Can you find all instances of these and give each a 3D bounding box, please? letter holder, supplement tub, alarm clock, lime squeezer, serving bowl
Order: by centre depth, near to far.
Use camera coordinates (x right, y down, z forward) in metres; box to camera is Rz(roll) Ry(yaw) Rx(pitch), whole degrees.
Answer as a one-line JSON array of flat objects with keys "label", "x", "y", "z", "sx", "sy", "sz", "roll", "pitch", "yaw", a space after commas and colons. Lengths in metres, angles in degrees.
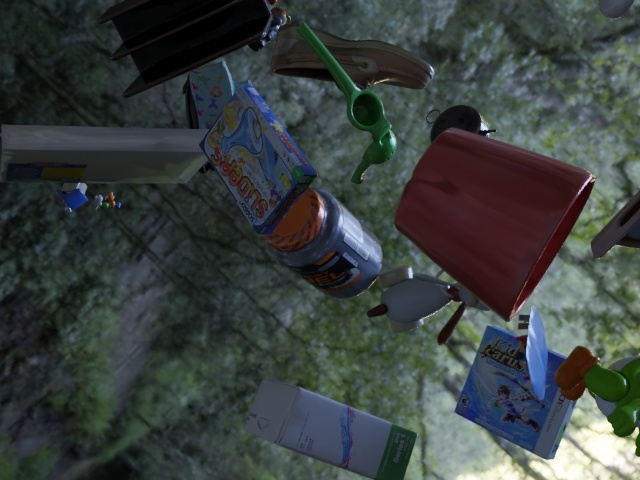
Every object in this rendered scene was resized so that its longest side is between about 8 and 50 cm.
[{"label": "lime squeezer", "x": 0.055, "y": -0.172, "z": 1.217, "sx": 0.059, "sy": 0.110, "sz": 0.310, "roll": -35, "pitch": 140, "yaw": -8}, {"label": "serving bowl", "x": 0.498, "y": -0.418, "z": 1.465, "sx": 0.083, "sy": 0.027, "sz": 0.083, "roll": -47, "pitch": -146, "yaw": 46}, {"label": "letter holder", "x": -0.263, "y": -0.413, "z": 1.657, "sx": 0.302, "sy": 0.152, "sz": 0.214, "roll": -21, "pitch": -156, "yaw": 11}, {"label": "alarm clock", "x": 0.302, "y": -0.254, "z": 1.984, "sx": 0.064, "sy": 0.192, "sz": 0.129, "roll": 32, "pitch": 98, "yaw": -43}, {"label": "supplement tub", "x": 0.000, "y": 0.000, "z": 1.995, "sx": 0.193, "sy": 0.193, "sz": 0.316, "roll": -47, "pitch": 144, "yaw": 3}]

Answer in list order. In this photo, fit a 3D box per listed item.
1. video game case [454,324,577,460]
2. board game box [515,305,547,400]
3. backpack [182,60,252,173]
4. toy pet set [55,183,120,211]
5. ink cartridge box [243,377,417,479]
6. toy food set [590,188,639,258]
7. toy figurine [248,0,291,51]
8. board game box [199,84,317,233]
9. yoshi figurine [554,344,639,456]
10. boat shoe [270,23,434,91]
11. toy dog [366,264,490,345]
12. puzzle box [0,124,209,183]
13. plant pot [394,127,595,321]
[{"label": "video game case", "x": 0.494, "y": 0.372, "z": 2.154, "sx": 0.061, "sy": 0.269, "sz": 0.244, "roll": 15, "pitch": 96, "yaw": -56}, {"label": "board game box", "x": 0.375, "y": 0.204, "z": 1.564, "sx": 0.033, "sy": 0.133, "sz": 0.168, "roll": -7, "pitch": -140, "yaw": 26}, {"label": "backpack", "x": -0.247, "y": -0.318, "z": 2.161, "sx": 0.191, "sy": 0.253, "sz": 0.225, "roll": -14, "pitch": -157, "yaw": -1}, {"label": "toy pet set", "x": -0.535, "y": -0.085, "z": 1.957, "sx": 0.114, "sy": 0.122, "sz": 0.065, "roll": 66, "pitch": 28, "yaw": -53}, {"label": "ink cartridge box", "x": 0.016, "y": 0.377, "z": 1.715, "sx": 0.201, "sy": 0.278, "sz": 0.117, "roll": -8, "pitch": -121, "yaw": 66}, {"label": "toy food set", "x": 0.675, "y": -0.032, "z": 1.614, "sx": 0.306, "sy": 0.092, "sz": 0.219, "roll": 8, "pitch": 132, "yaw": -33}, {"label": "toy figurine", "x": -0.183, "y": -0.581, "z": 2.072, "sx": 0.148, "sy": 0.213, "sz": 0.209, "roll": -58, "pitch": 157, "yaw": -25}, {"label": "board game box", "x": -0.102, "y": -0.128, "z": 1.374, "sx": 0.035, "sy": 0.201, "sz": 0.136, "roll": -2, "pitch": 139, "yaw": -50}, {"label": "yoshi figurine", "x": 0.648, "y": 0.383, "z": 1.777, "sx": 0.203, "sy": 0.362, "sz": 0.203, "roll": -29, "pitch": 139, "yaw": -40}, {"label": "boat shoe", "x": 0.066, "y": -0.359, "z": 1.831, "sx": 0.121, "sy": 0.341, "sz": 0.110, "roll": 101, "pitch": 2, "yaw": -80}, {"label": "toy dog", "x": 0.234, "y": 0.135, "z": 1.987, "sx": 0.161, "sy": 0.220, "sz": 0.334, "roll": -24, "pitch": 170, "yaw": -40}, {"label": "puzzle box", "x": -0.447, "y": -0.173, "z": 1.790, "sx": 0.409, "sy": 0.052, "sz": 0.272, "roll": -1, "pitch": 171, "yaw": -22}, {"label": "plant pot", "x": 0.272, "y": -0.045, "z": 1.412, "sx": 0.275, "sy": 0.243, "sz": 0.275, "roll": -49, "pitch": 160, "yaw": -25}]
